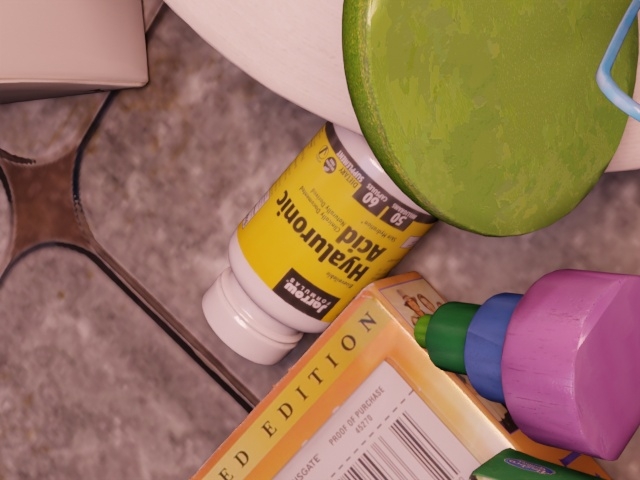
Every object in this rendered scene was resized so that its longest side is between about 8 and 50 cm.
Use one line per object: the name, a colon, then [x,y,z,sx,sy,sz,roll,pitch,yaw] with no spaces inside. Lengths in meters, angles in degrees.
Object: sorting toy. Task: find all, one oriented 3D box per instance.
sorting toy: [0.016,-0.089,0.465,0.126,0.127,0.366,6,125,49]

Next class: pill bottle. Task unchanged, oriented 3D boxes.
pill bottle: [0.000,0.000,0.604,0.065,0.065,0.116,48,114,16]

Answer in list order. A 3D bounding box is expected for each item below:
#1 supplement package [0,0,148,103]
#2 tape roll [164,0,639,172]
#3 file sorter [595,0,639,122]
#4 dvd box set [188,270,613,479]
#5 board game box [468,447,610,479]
supplement package: [-0.209,-0.208,0.631,0.177,0.175,0.293,-4,93,27]
tape roll: [0.076,-0.209,0.463,0.392,0.072,0.392,8,119,15]
file sorter: [0.165,-0.101,0.381,0.104,0.118,0.170,28,122,7]
dvd box set: [0.075,0.267,0.592,0.420,0.062,0.308,47,113,16]
board game box: [0.134,0.258,0.500,0.213,0.046,0.317,13,100,26]
